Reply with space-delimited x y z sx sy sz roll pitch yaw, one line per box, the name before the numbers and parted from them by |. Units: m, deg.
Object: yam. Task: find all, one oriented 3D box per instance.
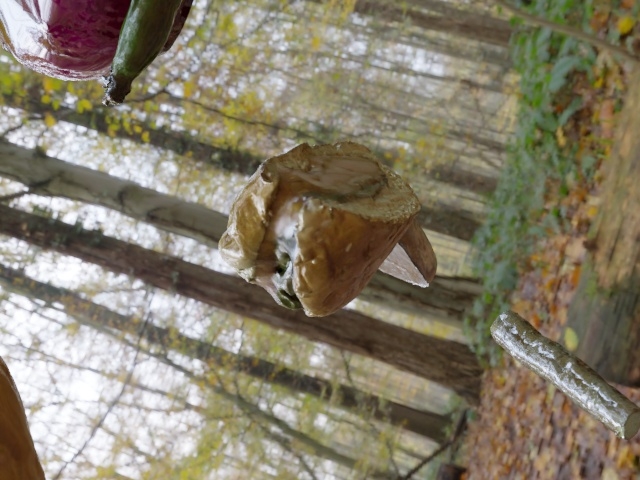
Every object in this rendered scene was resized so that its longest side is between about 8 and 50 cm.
yam | 0.333 0.178 1.111 0.274 0.061 0.061 41 122 57

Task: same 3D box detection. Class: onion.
onion | -0.375 -0.399 0.993 0.420 0.398 0.398 -8 -61 -41

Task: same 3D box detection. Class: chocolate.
chocolate | 0.115 -0.031 1.386 0.080 0.157 0.254 -50 -54 -14

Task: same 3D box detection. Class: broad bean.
broad bean | -0.130 -0.256 0.688 0.060 0.043 0.297 9 -83 -37

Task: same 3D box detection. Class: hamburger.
hamburger | -0.003 0.001 1.005 0.209 0.162 0.330 -58 -10 22

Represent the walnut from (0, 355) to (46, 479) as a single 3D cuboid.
walnut | -0.243 0.139 0.422 0.193 0.193 0.225 -37 -69 -70
